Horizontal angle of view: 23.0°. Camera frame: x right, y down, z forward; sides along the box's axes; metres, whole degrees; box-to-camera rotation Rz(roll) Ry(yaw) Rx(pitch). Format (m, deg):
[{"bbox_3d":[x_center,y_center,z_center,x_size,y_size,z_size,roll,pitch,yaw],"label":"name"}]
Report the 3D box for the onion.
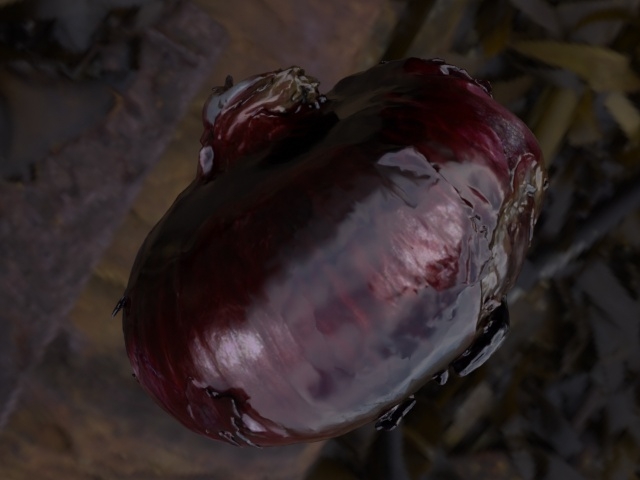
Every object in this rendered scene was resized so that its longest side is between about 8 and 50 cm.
[{"bbox_3d":[0.000,0.000,1.022,0.314,0.314,0.232,-41,106,-11],"label":"onion"}]
